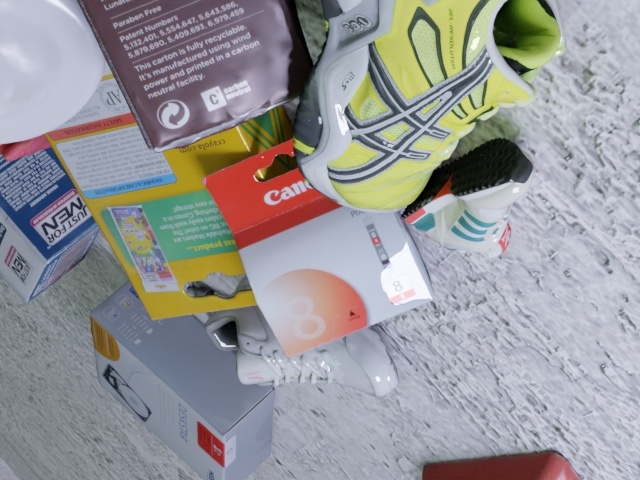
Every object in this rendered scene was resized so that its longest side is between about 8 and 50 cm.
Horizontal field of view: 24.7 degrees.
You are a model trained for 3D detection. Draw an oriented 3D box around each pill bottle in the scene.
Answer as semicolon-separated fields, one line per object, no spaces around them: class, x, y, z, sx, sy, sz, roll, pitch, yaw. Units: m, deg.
pill bottle;-0.272;-0.244;1.172;0.176;0.176;0.319;86;173;-50

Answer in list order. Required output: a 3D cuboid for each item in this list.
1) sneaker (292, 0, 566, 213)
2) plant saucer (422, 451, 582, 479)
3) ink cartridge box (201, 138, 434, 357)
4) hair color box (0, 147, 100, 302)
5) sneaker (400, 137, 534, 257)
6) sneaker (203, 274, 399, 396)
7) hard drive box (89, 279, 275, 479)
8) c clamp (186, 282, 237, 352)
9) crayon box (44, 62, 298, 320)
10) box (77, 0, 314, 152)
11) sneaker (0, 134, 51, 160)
sneaker;0.077;-0.115;0.987;0.147;0.145;0.385;27;156;11
plant saucer;0.223;0.328;1.436;0.259;0.047;0.258;54;153;-7
ink cartridge box;0.000;0.000;1.255;0.045;0.145;0.179;-94;-22;-60
hair color box;-0.422;-0.104;1.786;0.347;0.105;0.174;49;154;2
sneaker;0.130;-0.027;1.125;0.075;0.057;0.161;38;155;-15
sneaker;-0.024;0.115;1.455;0.232;0.115;0.090;22;143;42
hard drive box;-0.168;0.177;1.784;0.232;0.089;0.181;38;152;21
c clamp;-0.095;0.089;1.634;0.160;0.022;0.137;25;144;41
crayon box;-0.132;-0.088;1.318;0.203;0.083;0.323;-9;120;32
box;-0.134;-0.278;1.014;0.191;0.143;0.381;-103;-11;-58
sneaker;-0.265;-0.169;1.432;0.116;0.136;0.314;44;152;9
